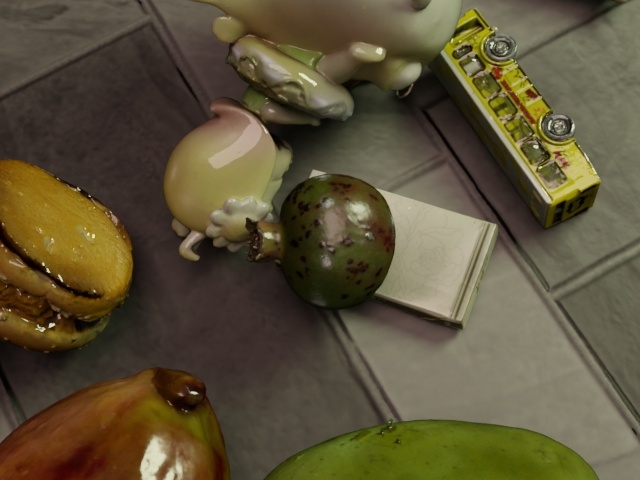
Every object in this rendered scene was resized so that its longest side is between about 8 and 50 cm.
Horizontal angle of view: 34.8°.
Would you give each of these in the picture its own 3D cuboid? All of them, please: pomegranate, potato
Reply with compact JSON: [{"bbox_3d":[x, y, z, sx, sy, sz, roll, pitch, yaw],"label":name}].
[{"bbox_3d":[0.008,-0.001,0.930,0.130,0.130,0.130,-2,67,5],"label":"pomegranate"},{"bbox_3d":[0.074,0.244,0.800,0.304,0.216,0.216,-2,66,-18],"label":"potato"}]

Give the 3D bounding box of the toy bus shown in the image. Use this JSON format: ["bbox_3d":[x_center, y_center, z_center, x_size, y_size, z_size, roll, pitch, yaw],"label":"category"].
[{"bbox_3d":[0.194,-0.123,1.022,0.074,0.081,0.226,-30,71,-2],"label":"toy bus"}]

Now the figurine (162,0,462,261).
[{"bbox_3d":[-0.050,-0.166,0.974,0.394,0.274,0.226,-58,28,10],"label":"figurine"}]

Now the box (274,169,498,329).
[{"bbox_3d":[0.064,0.007,1.005,0.198,0.029,0.109,18,71,14],"label":"box"}]

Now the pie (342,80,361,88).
[{"bbox_3d":[0.025,-0.197,1.091,0.170,0.034,0.092,-26,71,-5],"label":"pie"}]

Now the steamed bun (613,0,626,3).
[{"bbox_3d":[0.225,-0.463,1.100,0.247,0.189,0.428,-43,69,-14],"label":"steamed bun"}]

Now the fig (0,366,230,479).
[{"bbox_3d":[-0.178,0.234,0.837,0.224,0.224,0.263,25,51,15],"label":"fig"}]

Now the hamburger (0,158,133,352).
[{"bbox_3d":[-0.265,0.017,0.960,0.182,0.191,0.118,46,113,-4],"label":"hamburger"}]
